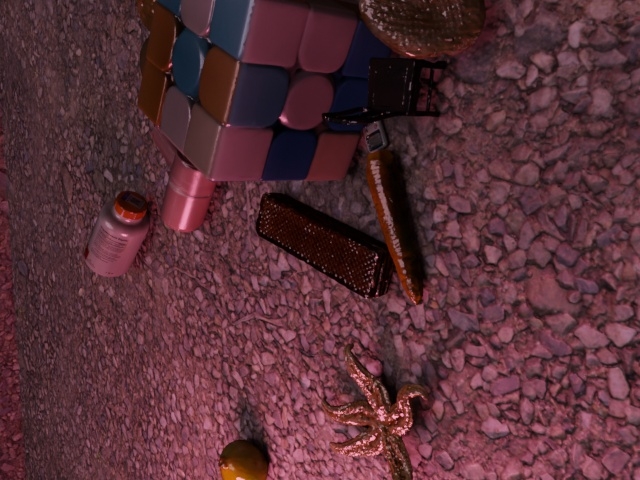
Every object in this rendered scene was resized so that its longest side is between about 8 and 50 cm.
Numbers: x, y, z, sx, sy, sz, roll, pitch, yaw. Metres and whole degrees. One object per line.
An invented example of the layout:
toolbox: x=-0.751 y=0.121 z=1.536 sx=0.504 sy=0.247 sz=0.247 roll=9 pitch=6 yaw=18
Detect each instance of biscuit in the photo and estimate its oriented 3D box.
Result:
biscuit: x=0.000 y=0.000 z=1.349 sx=0.388 sy=0.073 sz=0.107 roll=28 pitch=114 yaw=39

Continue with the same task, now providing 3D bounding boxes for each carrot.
carrot: x=0.151 y=-0.025 z=1.202 sx=0.066 sy=0.066 sz=0.314 roll=-16 pitch=88 yaw=46

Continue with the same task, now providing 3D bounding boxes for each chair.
chair: x=0.112 y=-0.268 z=1.081 sx=0.106 sy=0.229 sz=0.113 roll=17 pitch=111 yaw=42

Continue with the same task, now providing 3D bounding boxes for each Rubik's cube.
Rubik's cube: x=-0.118 y=-0.340 z=1.206 sx=0.344 sy=0.347 sz=0.346 roll=45 pitch=127 yaw=38

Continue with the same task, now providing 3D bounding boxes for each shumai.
shumai: x=0.174 y=-0.396 z=1.047 sx=0.210 sy=0.153 sz=0.161 roll=10 pitch=108 yaw=5

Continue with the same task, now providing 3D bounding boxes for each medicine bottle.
medicine bottle: x=-0.642 y=-0.026 z=1.936 sx=0.157 sy=0.157 sz=0.288 roll=55 pitch=130 yaw=24

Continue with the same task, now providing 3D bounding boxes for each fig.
fig: x=-0.207 y=0.608 z=1.629 sx=0.136 sy=0.121 sz=0.153 roll=-26 pitch=101 yaw=39

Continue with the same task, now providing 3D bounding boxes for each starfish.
starfish: x=0.119 y=0.392 z=1.272 sx=0.327 sy=0.094 sz=0.375 roll=61 pitch=140 yaw=33

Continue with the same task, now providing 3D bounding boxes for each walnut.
walnut: x=-0.414 y=-0.623 z=1.623 sx=0.166 sy=0.149 sz=0.166 roll=-43 pitch=39 yaw=49

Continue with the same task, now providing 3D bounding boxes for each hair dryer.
hair dryer: x=-0.408 y=-0.207 z=1.718 sx=0.352 sy=0.125 sz=0.210 roll=53 pitch=131 yaw=39

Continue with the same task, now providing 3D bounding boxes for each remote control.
remote control: x=0.104 y=-0.242 z=1.241 sx=0.053 sy=0.018 sz=0.124 roll=-21 pitch=82 yaw=47

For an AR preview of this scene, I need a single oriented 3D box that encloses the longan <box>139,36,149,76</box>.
longan: x=-0.366 y=-0.450 z=1.565 sx=0.220 sy=0.196 sz=0.196 roll=27 pitch=115 yaw=33
